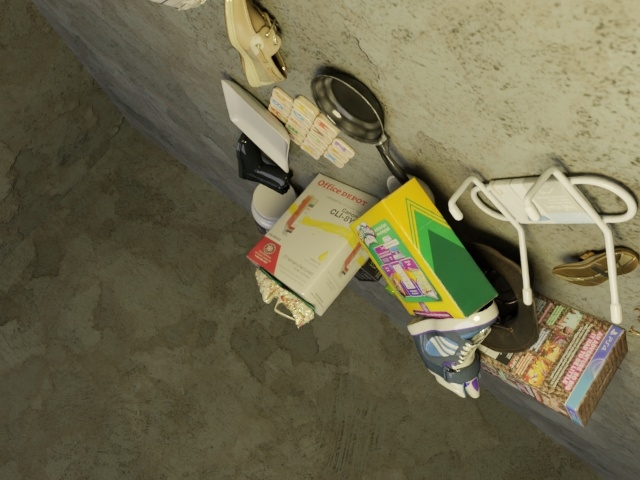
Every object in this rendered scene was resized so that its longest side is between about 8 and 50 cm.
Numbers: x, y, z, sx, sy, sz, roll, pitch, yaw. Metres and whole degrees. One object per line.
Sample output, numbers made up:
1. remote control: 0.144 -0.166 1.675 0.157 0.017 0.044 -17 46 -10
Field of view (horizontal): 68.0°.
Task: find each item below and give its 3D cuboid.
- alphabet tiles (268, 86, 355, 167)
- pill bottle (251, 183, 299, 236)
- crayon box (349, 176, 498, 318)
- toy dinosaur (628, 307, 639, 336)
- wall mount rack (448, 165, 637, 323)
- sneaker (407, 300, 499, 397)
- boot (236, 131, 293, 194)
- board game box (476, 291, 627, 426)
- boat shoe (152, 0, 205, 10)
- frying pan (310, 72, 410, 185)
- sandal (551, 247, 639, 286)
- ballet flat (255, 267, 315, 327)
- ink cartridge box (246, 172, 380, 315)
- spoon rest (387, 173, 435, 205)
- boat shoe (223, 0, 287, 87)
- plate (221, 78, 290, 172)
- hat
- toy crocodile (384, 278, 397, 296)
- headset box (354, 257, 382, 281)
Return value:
1. alphabet tiles: -0.032 -0.306 1.328 0.278 0.021 0.284 39 169 -6
2. pill bottle: -0.187 -0.128 2.037 0.210 0.210 0.363 37 168 6
3. crayon box: 0.231 0.035 1.184 0.313 0.106 0.363 56 169 1
4. toy dinosaur: 0.693 0.188 0.971 0.093 0.053 0.183 22 160 51
5. wall mount rack: 0.412 -0.001 0.886 0.304 0.130 0.350 42 168 -18
6. sneaker: 0.369 0.278 1.184 0.236 0.130 0.323 60 152 3
7. boot: -0.202 -0.286 1.769 0.207 0.094 0.246 20 146 6
8. board game box: 0.589 0.289 1.238 0.291 0.232 0.141 27 165 45
9. boat shoe: -0.284 -0.540 1.010 0.088 0.096 0.268 11 -177 -40
10. frying pan: 0.113 -0.247 1.026 0.326 0.053 0.197 38 168 1
11. sandal: 0.536 0.045 0.923 0.072 0.049 0.180 33 154 -4
12. ballet flat: -0.123 0.170 1.410 0.241 0.077 0.091 35 165 24
13. ink cartridge box: 0.000 0.000 1.528 0.279 0.384 0.160 29 163 37
14. spoon rest: 0.253 -0.072 1.219 0.137 0.084 0.276 27 165 43
15. boat shoe: -0.129 -0.428 0.981 0.098 0.109 0.302 -4 162 4
16. plate: -0.186 -0.357 1.483 0.277 0.045 0.278 44 170 4
17. hat: 0.450 0.122 1.184 0.331 0.134 0.331 50 155 33
18. toy crocodile: 0.318 0.149 1.815 0.105 0.115 0.340 33 168 19
19. headset box: 0.124 0.031 1.903 0.283 0.131 0.246 39 169 -6
